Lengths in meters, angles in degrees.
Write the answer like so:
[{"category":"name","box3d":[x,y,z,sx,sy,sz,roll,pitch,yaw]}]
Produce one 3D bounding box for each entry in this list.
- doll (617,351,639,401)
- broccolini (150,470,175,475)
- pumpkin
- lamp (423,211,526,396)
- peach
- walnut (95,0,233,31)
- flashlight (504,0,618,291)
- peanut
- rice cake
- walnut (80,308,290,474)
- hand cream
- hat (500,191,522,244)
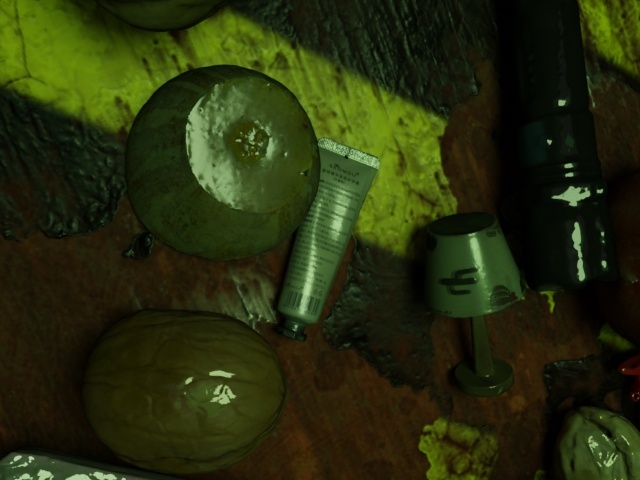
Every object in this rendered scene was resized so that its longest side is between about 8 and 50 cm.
[{"category":"doll","box3d":[0.494,0.173,0.784,0.169,0.057,0.109,-33,104,-9]},{"category":"broccolini","box3d":[-0.254,0.315,0.607,0.216,0.067,0.058,-26,104,-20]},{"category":"pumpkin","box3d":[-0.097,-0.086,0.577,0.217,0.110,0.218,0,88,-11]},{"category":"lamp","box3d":[0.184,0.079,0.667,0.121,0.121,0.215,-16,107,-13]},{"category":"peach","box3d":[0.449,0.019,0.672,0.252,0.252,0.253,-1,95,-15]},{"category":"walnut","box3d":[-0.139,-0.335,0.477,0.282,0.253,0.277,43,81,-13]},{"category":"flashlight","box3d":[0.271,-0.152,0.657,0.103,0.103,0.425,-3,85,-14]},{"category":"peanut","box3d":[0.393,0.351,0.738,0.130,0.130,0.291,-27,98,-11]},{"category":"rice cake","box3d":[-0.172,0.258,0.562,0.297,0.106,0.050,21,66,-19]},{"category":"walnut","box3d":[-0.134,0.149,0.563,0.207,0.167,0.168,6,93,-3]},{"category":"hand cream","box3d":[0.000,0.000,0.651,0.080,0.050,0.234,19,85,-9]},{"category":"hat","box3d":[0.270,-0.021,0.725,0.058,0.042,0.087,-35,68,-15]}]
